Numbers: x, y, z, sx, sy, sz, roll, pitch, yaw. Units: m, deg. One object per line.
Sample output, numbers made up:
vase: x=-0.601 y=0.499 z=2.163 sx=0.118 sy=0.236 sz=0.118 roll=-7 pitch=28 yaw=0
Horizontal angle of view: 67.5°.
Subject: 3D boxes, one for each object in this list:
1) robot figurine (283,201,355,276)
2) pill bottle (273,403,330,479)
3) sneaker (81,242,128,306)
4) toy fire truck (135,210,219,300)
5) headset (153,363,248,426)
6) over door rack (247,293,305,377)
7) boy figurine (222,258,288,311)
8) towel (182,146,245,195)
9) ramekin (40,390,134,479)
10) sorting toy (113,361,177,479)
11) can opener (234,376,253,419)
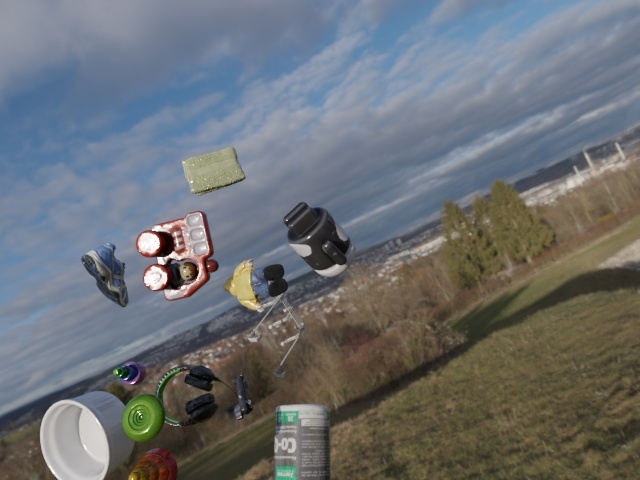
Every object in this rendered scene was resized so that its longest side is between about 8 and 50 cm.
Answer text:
robot figurine: x=0.001 y=-0.002 z=1.607 sx=0.174 sy=0.278 sz=0.209 roll=-22 pitch=35 yaw=32
pill bottle: x=-0.065 y=0.782 z=1.712 sx=0.204 sy=0.361 sz=0.204 roll=-1 pitch=-24 yaw=0
sneaker: x=-0.543 y=0.097 z=1.261 sx=0.081 sy=0.080 sz=0.211 roll=-50 pitch=-28 yaw=-36
toy fire truck: x=-0.514 y=0.060 z=1.772 sx=0.254 sy=0.302 sz=0.169 roll=-14 pitch=-5 yaw=6
headset: x=-0.494 y=0.619 z=1.957 sx=0.394 sy=0.243 sz=0.185 roll=-9 pitch=-24 yaw=1
over door rack: x=-0.200 y=0.405 z=2.111 sx=0.108 sy=0.239 sz=0.324 roll=-17 pitch=27 yaw=29
boy figurine: x=-0.228 y=0.152 z=1.591 sx=0.092 sy=0.177 sz=0.285 roll=-16 pitch=0 yaw=-40
towel: x=-0.280 y=-0.184 z=1.258 sx=0.148 sy=0.110 sz=0.027 roll=-19 pitch=-13 yaw=-16
ramekin: x=-0.716 y=0.609 z=1.490 sx=0.277 sy=0.277 sz=0.135 roll=-26 pitch=-6 yaw=20
sorting toy: x=-0.494 y=0.498 z=1.276 sx=0.127 sy=0.365 sz=0.126 roll=-23 pitch=-21 yaw=3
can opener: x=-0.292 y=0.576 z=1.775 sx=0.073 sy=0.059 sz=0.186 roll=-16 pitch=32 yaw=-5
